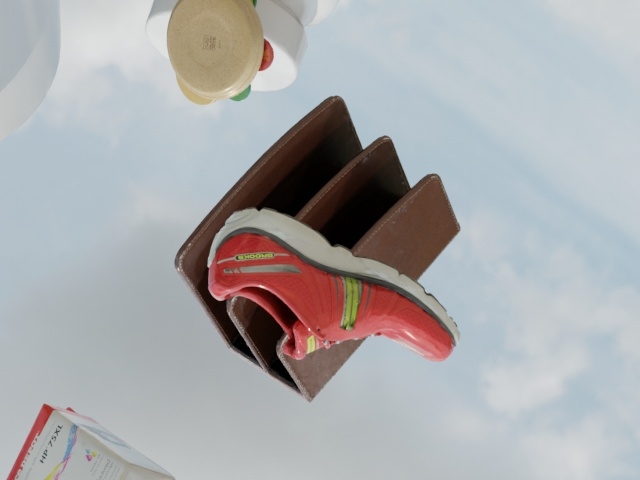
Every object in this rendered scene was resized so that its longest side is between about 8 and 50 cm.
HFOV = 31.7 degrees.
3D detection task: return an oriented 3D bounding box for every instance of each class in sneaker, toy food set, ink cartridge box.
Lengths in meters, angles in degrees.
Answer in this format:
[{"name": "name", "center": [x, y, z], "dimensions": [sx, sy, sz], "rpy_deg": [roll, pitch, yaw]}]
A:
[{"name": "sneaker", "center": [0.009, 0.073, 1.151], "dimensions": [0.279, 0.107, 0.118], "rpy_deg": [25, -110, -13]}, {"name": "toy food set", "center": [-0.071, -0.136, 0.775], "dimensions": [0.083, 0.083, 0.020], "rpy_deg": [-6, -173, 31]}, {"name": "ink cartridge box", "center": [-0.282, 0.276, 1.277], "dimensions": [0.231, 0.134, 0.078], "rpy_deg": [20, 172, 45]}]

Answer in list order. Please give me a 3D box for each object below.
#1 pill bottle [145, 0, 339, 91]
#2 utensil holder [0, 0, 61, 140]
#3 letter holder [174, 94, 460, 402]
[{"name": "pill bottle", "center": [-0.040, -0.265, 0.907], "dimensions": [0.153, 0.153, 0.264], "rpy_deg": [21, -105, -13]}, {"name": "utensil holder", "center": [-0.410, -0.290, 1.064], "dimensions": [0.328, 0.385, 0.327], "rpy_deg": [3, -111, -8]}, {"name": "letter holder", "center": [0.000, 0.000, 1.361], "dimensions": [0.152, 0.214, 0.302], "rpy_deg": [28, -114, 38]}]
